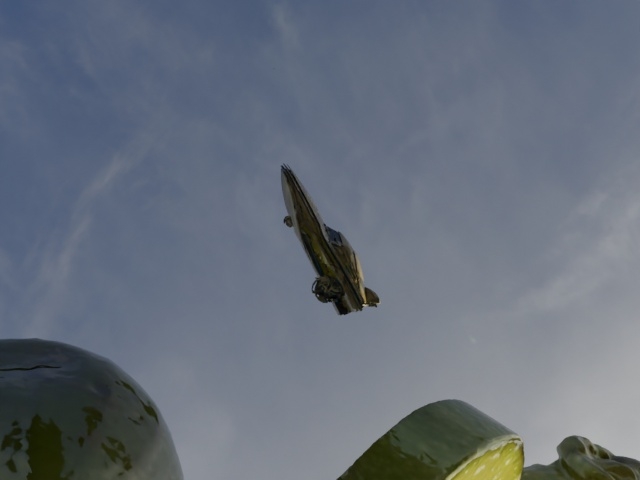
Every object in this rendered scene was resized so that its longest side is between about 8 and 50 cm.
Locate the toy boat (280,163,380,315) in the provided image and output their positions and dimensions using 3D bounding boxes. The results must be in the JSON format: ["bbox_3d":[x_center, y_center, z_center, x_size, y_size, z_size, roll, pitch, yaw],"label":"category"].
[{"bbox_3d":[0.000,0.000,0.859,0.066,0.084,0.210,-26,-88,8],"label":"toy boat"}]

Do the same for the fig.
[{"bbox_3d":[-0.165,0.150,0.380,0.230,0.207,0.207,-29,-74,36],"label":"fig"}]

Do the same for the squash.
[{"bbox_3d":[0.046,0.228,0.463,0.049,0.252,0.252,29,-76,35],"label":"squash"}]

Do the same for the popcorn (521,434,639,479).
[{"bbox_3d":[0.305,0.387,0.810,0.312,0.312,0.312,-1,-76,-4],"label":"popcorn"}]
